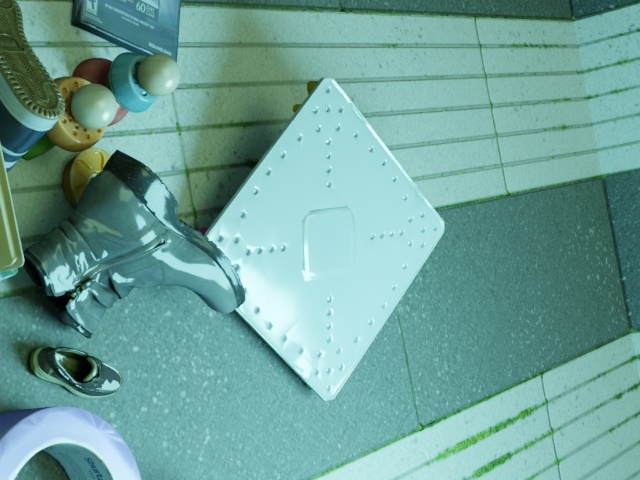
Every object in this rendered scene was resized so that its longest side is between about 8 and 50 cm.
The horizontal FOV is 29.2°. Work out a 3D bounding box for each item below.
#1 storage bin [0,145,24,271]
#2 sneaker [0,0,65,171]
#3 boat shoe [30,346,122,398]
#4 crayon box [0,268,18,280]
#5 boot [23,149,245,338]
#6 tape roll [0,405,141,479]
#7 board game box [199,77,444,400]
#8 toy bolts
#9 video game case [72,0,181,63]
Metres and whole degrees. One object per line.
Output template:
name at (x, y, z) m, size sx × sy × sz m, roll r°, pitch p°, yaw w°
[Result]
storage bin at (-0.451, -0.026, 1.274) m, size 0.262 × 0.123 × 0.260 m, roll -46°, pitch 135°, yaw -57°
sneaker at (-0.439, -0.216, 1.581) m, size 0.099 × 0.153 × 0.282 m, roll 0°, pitch 52°, yaw -50°
boat shoe at (-0.321, 0.179, 1.663) m, size 0.152 × 0.049 × 0.056 m, roll 24°, pitch 64°, yaw -48°
crayon box at (-0.501, 0.007, 1.439) m, size 0.278 × 0.081 × 0.165 m, roll -28°, pitch 105°, yaw -53°
boot at (-0.262, 0.051, 1.708) m, size 0.223 × 0.118 × 0.338 m, roll -51°, pitch 132°, yaw -14°
tape roll at (-0.351, 0.349, 1.556) m, size 0.275 × 0.090 × 0.275 m, roll 14°, pitch 72°, yaw -50°
board game box at (0.000, 0.000, 2.024) m, size 0.390 × 0.050 × 0.390 m, roll -55°, pitch 126°, yaw -20°
toy bolts at (-0.280, -0.163, 1.705) m, size 0.218 × 0.158 × 0.228 m, roll 58°, pitch 43°, yaw -26°
video game case at (-0.286, -0.421, 1.868) m, size 0.196 × 0.026 × 0.274 m, roll 19°, pitch 68°, yaw -49°
